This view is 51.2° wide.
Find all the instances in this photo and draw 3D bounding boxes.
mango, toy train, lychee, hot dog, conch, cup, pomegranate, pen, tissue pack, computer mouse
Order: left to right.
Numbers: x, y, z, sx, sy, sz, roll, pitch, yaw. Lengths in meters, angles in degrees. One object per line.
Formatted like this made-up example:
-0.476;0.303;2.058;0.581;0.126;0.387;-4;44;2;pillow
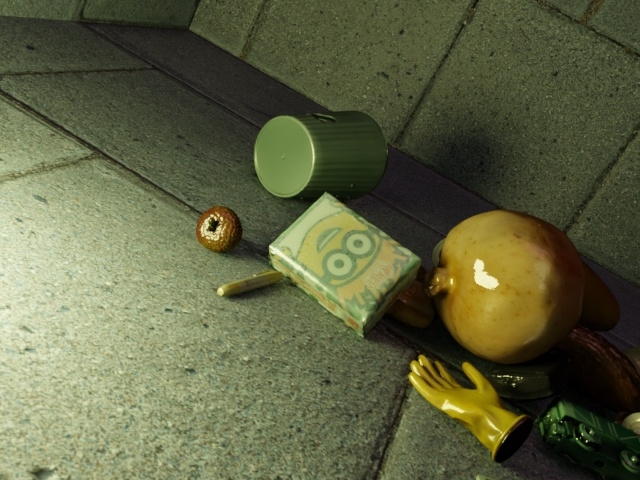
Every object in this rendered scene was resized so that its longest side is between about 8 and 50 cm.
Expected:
-0.242;-0.027;1.611;0.114;0.114;0.146;34;3;14;lychee
-0.160;0.096;1.544;0.040;0.032;0.233;33;21;25;pen
-0.028;-0.268;2.263;0.392;0.401;0.310;-9;76;-50;cup
0.057;0.055;1.637;0.311;0.128;0.228;37;68;19;tissue pack
0.451;0.114;1.680;0.412;0.411;0.411;24;22;-10;pomegranate
0.529;0.346;1.683;0.170;0.100;0.269;-7;4;34;computer mouse
0.879;0.172;2.384;0.446;0.232;0.300;30;17;-12;mango
0.737;0.335;1.862;0.388;0.174;0.267;29;10;18;hot dog
0.640;0.476;1.550;0.269;0.115;0.154;26;27;-3;toy train
0.838;0.526;1.712;0.158;0.127;0.255;4;-26;47;conch

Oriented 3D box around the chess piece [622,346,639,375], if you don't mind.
0.929;0.408;2.049;0.251;0.144;0.144;0;34;-39;chess piece

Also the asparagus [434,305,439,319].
0.320;0.168;1.978;0.025;0.024;0.248;16;25;-13;asparagus

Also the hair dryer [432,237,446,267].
0.480;0.169;2.024;0.203;0.128;0.362;43;17;-56;hair dryer

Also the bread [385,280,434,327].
0.162;0.132;1.769;0.305;0.091;0.142;26;31;-4;bread

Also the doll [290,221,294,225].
-0.015;-0.006;1.901;0.286;0.091;0.203;-12;32;-44;doll

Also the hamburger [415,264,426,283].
0.213;0.085;1.914;0.177;0.113;0.185;12;27;-33;hamburger

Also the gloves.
0.313;0.348;1.479;0.133;0.116;0.294;15;18;-49;gloves

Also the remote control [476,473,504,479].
0.380;0.502;1.293;0.166;0.029;0.065;18;24;-12;remote control
